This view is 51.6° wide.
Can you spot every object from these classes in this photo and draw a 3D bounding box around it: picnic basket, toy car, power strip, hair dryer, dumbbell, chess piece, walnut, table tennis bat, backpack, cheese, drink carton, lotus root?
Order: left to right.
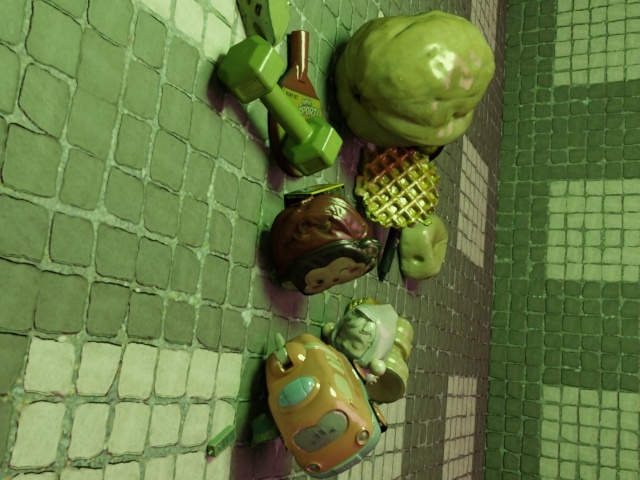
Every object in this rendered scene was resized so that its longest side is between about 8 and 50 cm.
[{"bbox_3d":[-0.177,0.361,1.185,0.083,0.017,0.027,-33,118,-61],"label":"power strip"},{"bbox_3d":[-0.106,0.381,1.284,0.083,0.065,0.083,63,22,-6],"label":"picnic basket"},{"bbox_3d":[-0.095,-0.450,1.273,0.144,0.070,0.143,-63,144,-43],"label":"lotus root"},{"bbox_3d":[-0.070,-0.245,1.250,0.302,0.122,0.108,48,29,-47],"label":"dumbbell"},{"bbox_3d":[-0.050,-0.289,1.414,0.200,0.038,0.309,-4,97,-62],"label":"table tennis bat"},{"bbox_3d":[-0.012,0.304,1.278,0.212,0.181,0.270,51,7,-36],"label":"toy car"},{"bbox_3d":[-0.010,-0.089,1.454,0.166,0.071,0.056,-24,109,-60],"label":"drink carton"},{"bbox_3d":[0.000,0.001,1.335,0.138,0.229,0.229,-105,172,-47],"label":"backpack"},{"bbox_3d":[0.187,-0.004,1.860,0.070,0.128,0.255,-14,125,-55],"label":"hair dryer"},{"bbox_3d":[0.184,0.308,1.808,0.260,0.143,0.142,-64,145,-54],"label":"chess piece"},{"bbox_3d":[0.222,-0.384,1.597,0.381,0.382,0.380,-2,92,-64],"label":"walnut"},{"bbox_3d":[0.323,0.019,2.084,0.235,0.117,0.217,17,77,-59],"label":"cheese"}]

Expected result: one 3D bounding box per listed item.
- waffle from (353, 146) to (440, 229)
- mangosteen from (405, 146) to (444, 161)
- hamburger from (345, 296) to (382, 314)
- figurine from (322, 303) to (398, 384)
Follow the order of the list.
[{"bbox_3d":[0.205,-0.141,1.756,0.059,0.244,0.237,129,-35,-69],"label":"waffle"},{"bbox_3d":[0.272,-0.308,1.877,0.210,0.210,0.209,-2,92,-64],"label":"mangosteen"},{"bbox_3d":[0.115,0.220,1.702,0.138,0.083,0.147,25,65,-57],"label":"hamburger"},{"bbox_3d":[0.081,0.265,1.528,0.133,0.200,0.275,16,104,-47],"label":"figurine"}]
